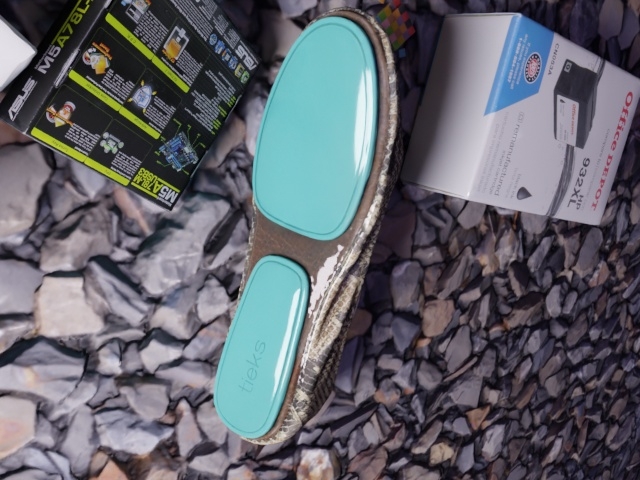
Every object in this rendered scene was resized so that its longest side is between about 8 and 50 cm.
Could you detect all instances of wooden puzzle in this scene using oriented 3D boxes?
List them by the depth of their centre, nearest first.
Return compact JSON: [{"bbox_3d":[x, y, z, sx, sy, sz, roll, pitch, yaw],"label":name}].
[{"bbox_3d":[0.088,-0.261,0.693,0.049,0.006,0.083,-46,126,-14],"label":"wooden puzzle"}]

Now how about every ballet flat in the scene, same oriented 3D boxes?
[{"bbox_3d":[0.000,0.000,0.649,0.182,0.164,0.482,-11,119,-55],"label":"ballet flat"}]

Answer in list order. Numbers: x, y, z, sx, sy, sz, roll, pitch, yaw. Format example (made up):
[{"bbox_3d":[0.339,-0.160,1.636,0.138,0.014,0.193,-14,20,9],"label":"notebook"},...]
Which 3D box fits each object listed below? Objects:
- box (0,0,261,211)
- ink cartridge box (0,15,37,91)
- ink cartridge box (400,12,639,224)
[{"bbox_3d":[-0.148,-0.136,0.498,0.184,0.045,0.191,-58,156,-2],"label":"box"},{"bbox_3d":[-0.404,-0.147,0.290,0.279,0.160,0.384,-51,127,-10],"label":"ink cartridge box"},{"bbox_3d":[0.286,-0.153,0.790,0.308,0.129,0.223,6,101,-36],"label":"ink cartridge box"}]
